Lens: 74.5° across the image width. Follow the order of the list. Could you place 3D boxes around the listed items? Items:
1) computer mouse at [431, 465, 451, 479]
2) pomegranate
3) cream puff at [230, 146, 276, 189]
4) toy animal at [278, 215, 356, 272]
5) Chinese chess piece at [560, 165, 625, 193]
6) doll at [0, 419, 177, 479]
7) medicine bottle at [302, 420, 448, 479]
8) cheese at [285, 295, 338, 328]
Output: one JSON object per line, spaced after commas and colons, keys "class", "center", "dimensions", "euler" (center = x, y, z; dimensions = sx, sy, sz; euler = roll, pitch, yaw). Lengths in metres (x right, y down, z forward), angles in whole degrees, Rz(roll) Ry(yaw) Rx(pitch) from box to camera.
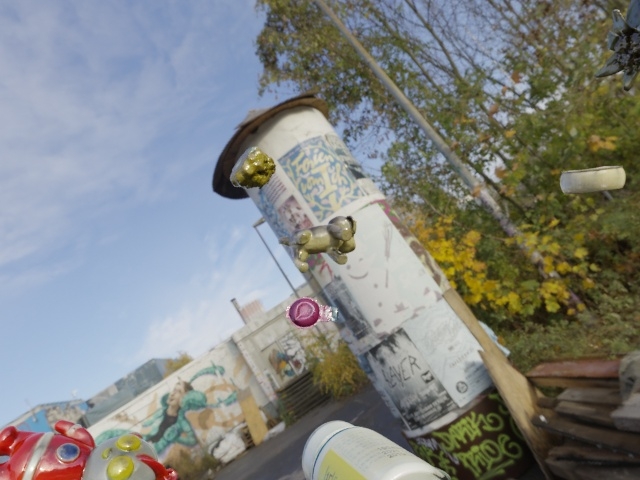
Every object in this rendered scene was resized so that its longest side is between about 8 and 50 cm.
{"class": "computer mouse", "center": [0.166, 0.669, 1.097], "dimensions": [0.379, 0.167, 0.090], "euler": [-2, 7, -14]}
{"class": "pomegranate", "center": [0.451, -0.284, 0.540], "dimensions": [0.169, 0.149, 0.148], "euler": [-14, -12, 4]}
{"class": "cream puff", "center": [-0.205, -0.214, 1.313], "dimensions": [0.116, 0.146, 0.146], "euler": [32, -54, -27]}
{"class": "toy animal", "center": [0.014, 0.003, 1.173], "dimensions": [0.233, 0.121, 0.168], "euler": [-13, 24, -20]}
{"class": "Chinese chess piece", "center": [0.596, -0.133, 0.926], "dimensions": [0.122, 0.051, 0.122], "euler": [-6, 8, 1]}
{"class": "doll", "center": [-0.323, 0.315, 0.583], "dimensions": [0.142, 0.244, 0.076], "euler": [-105, 31, -64]}
{"class": "medicine bottle", "center": [0.069, 0.357, 0.614], "dimensions": [0.143, 0.143, 0.258], "euler": [-30, 2, -20]}
{"class": "cheese", "center": [-0.023, 0.198, 1.152], "dimensions": [0.145, 0.095, 0.038], "euler": [2, -29, 2]}
